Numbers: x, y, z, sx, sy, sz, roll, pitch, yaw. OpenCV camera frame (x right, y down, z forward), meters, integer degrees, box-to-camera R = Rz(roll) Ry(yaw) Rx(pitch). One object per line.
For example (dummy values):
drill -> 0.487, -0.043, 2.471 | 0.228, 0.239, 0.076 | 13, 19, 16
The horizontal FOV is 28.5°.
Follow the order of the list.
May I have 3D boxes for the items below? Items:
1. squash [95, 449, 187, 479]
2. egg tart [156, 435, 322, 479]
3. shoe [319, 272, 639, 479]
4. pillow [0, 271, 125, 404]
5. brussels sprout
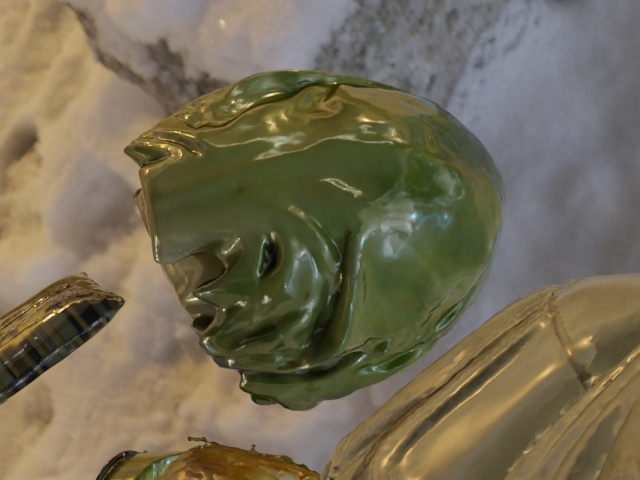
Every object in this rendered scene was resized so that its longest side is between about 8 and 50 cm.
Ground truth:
squash -> -0.169, 0.343, 1.421 | 0.133, 0.220, 0.220 | -6, 60, 35
egg tart -> -0.045, 0.233, 0.984 | 0.295, 0.295, 0.116 | 19, 90, 33
shoe -> 0.045, 0.141, 0.437 | 0.342, 0.132, 0.210 | -47, 16, -5
pillow -> -0.233, 0.090, 0.880 | 0.203, 0.038, 0.113 | -39, 24, -16
brussels sprout -> 0.012, -0.015, 1.347 | 0.361, 0.425, 0.342 | -28, 81, -3
